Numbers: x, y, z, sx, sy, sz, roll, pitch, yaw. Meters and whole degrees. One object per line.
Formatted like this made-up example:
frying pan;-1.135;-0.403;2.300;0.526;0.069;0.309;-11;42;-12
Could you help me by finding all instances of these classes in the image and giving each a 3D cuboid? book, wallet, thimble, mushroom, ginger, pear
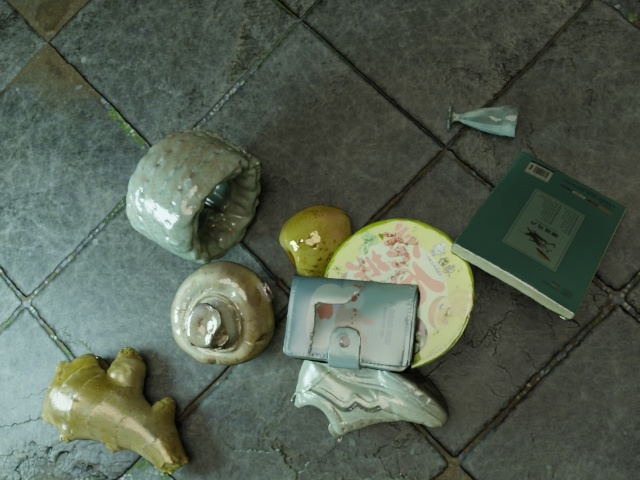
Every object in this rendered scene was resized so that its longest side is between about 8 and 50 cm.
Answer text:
book;0.458;-0.027;1.424;0.264;0.031;0.379;32;50;15
wallet;0.060;0.160;1.338;0.250;0.075;0.176;5;75;12
thimble;-0.277;-0.104;1.566;0.195;0.291;0.291;30;87;19
mushroom;-0.215;0.164;1.555;0.254;0.184;0.255;1;92;22
ginger;-0.458;0.390;1.628;0.375;0.166;0.236;24;48;-5
pear;0.000;0.000;1.568;0.178;0.178;0.178;-2;80;11

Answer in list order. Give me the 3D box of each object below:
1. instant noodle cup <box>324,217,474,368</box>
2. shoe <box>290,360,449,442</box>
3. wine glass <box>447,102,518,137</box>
instant noodle cup;0.168;0.124;1.471;0.311;0.221;0.311;-2;79;11
shoe;0.098;0.348;1.503;0.342;0.132;0.211;26;98;11
wine glass;0.369;-0.278;1.578;0.155;0.073;0.073;8;82;13
